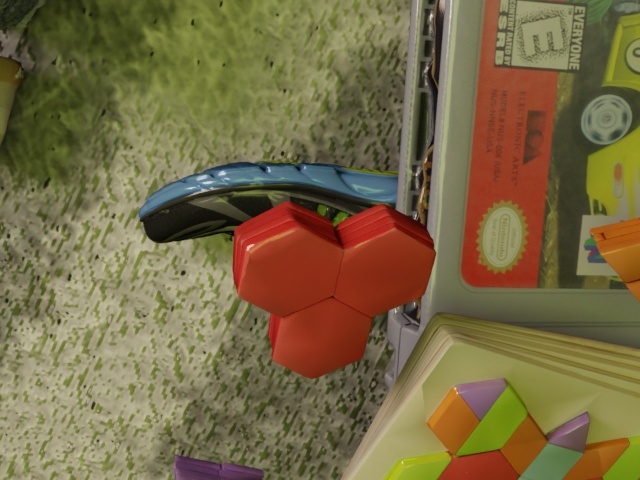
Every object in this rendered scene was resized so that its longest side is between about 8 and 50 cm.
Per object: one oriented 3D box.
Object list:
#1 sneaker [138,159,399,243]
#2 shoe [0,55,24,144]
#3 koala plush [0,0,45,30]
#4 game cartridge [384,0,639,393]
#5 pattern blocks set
[{"bbox_3d":[0.000,0.000,0.634,0.188,0.067,0.078,6,94,-2],"label":"sneaker"},{"bbox_3d":[-0.261,-0.082,0.626,0.219,0.076,0.058,11,95,-1],"label":"shoe"},{"bbox_3d":[-0.150,-0.182,0.541,0.203,0.196,0.221,27,107,5],"label":"koala plush"},{"bbox_3d":[0.135,-0.049,0.598,0.196,0.060,0.294,0,100,-21],"label":"game cartridge"},{"bbox_3d":[0.094,0.105,0.582,0.324,0.026,0.285,4,125,-19],"label":"pattern blocks set"}]
